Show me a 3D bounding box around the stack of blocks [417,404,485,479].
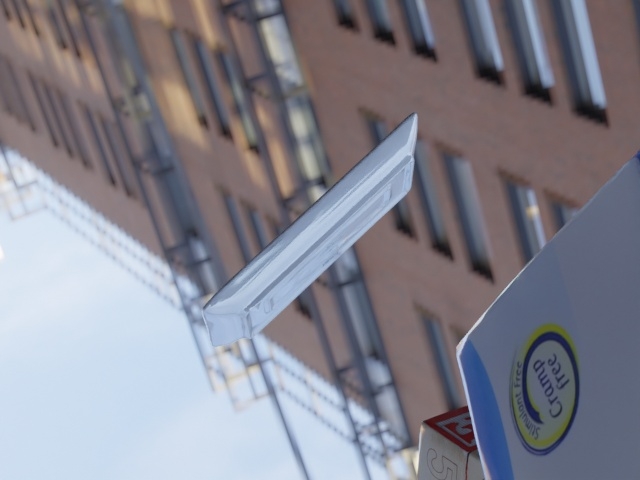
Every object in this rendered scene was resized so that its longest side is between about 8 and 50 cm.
[{"bbox_3d":[0.210,0.175,0.979,0.171,0.087,0.297,-15,-151,-33],"label":"stack of blocks"}]

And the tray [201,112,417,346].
[{"bbox_3d":[0.000,0.000,1.653,0.270,0.030,0.145,-43,168,-11],"label":"tray"}]

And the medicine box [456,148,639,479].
[{"bbox_3d":[0.225,0.129,0.655,0.289,0.149,0.263,10,-131,-26],"label":"medicine box"}]
